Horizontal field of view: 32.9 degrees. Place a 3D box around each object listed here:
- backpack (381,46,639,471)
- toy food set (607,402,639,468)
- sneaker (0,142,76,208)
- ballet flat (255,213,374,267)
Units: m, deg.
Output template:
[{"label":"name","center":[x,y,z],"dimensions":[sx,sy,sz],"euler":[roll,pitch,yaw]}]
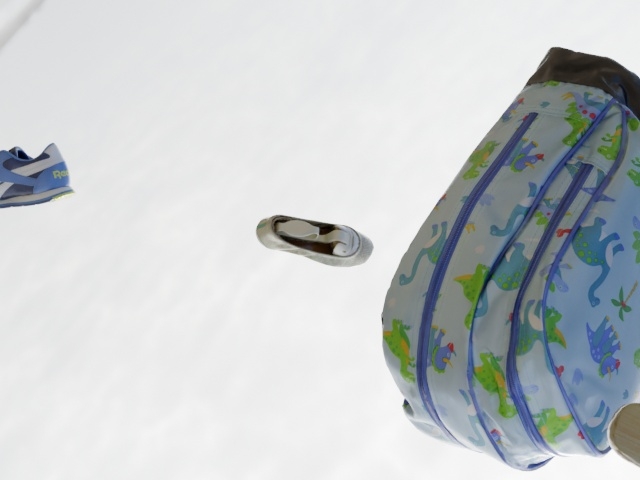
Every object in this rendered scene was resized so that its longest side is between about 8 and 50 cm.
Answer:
[{"label":"backpack","center":[0.210,0.041,1.008],"dimensions":[0.355,0.290,0.273],"euler":[-38,-144,-19]},{"label":"toy food set","center":[0.097,0.142,0.259],"dimensions":[0.038,0.132,0.192],"euler":[92,21,-77]},{"label":"sneaker","center":[-0.311,-0.060,1.059],"dimensions":[0.144,0.059,0.053],"euler":[-7,-173,7]},{"label":"ballet flat","center":[0.000,0.000,1.383],"dimensions":[0.052,0.168,0.057],"euler":[145,-51,-61]}]
